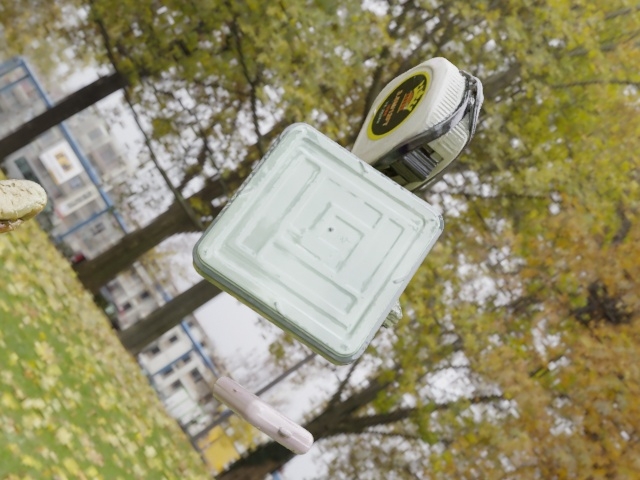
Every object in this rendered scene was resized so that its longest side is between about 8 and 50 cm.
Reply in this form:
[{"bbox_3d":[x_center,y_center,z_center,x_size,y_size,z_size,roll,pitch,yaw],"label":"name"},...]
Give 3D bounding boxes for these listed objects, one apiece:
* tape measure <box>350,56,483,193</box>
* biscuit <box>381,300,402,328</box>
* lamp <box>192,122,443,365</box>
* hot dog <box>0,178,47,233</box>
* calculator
[{"bbox_3d":[0.169,-0.176,1.623,0.133,0.271,0.231,40,-31,-22],"label":"tape measure"},{"bbox_3d":[0.034,0.025,1.493,0.250,0.046,0.147,40,24,-24],"label":"biscuit"},{"bbox_3d":[0.000,0.000,1.290,0.266,0.269,0.047,34,-22,4],"label":"lamp"},{"bbox_3d":[-0.515,-0.054,1.346,0.084,0.242,0.073,-37,-124,43],"label":"hot dog"},{"bbox_3d":[-0.073,0.214,1.151,0.100,0.032,0.175,37,-10,-23],"label":"calculator"}]
